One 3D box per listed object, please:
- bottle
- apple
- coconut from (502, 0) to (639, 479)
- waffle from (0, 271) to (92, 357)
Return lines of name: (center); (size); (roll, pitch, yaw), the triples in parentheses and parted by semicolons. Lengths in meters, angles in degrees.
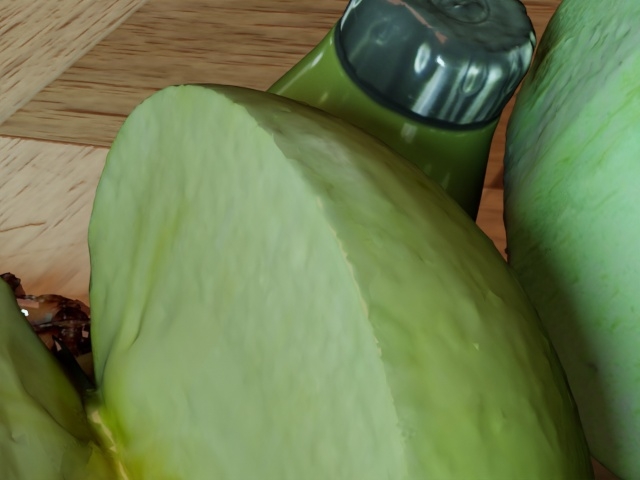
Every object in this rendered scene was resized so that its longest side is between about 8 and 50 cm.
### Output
bottle: (0.000, 0.000, 0.772); (0.112, 0.260, 0.112); (17, 40, -15)
apple: (-0.053, 0.098, 0.604); (0.292, 0.292, 0.254); (-17, 55, -16)
coconut: (0.214, -0.019, 0.751); (0.281, 0.328, 0.328); (45, 49, 10)
waffle: (-0.186, 0.083, 0.888); (0.221, 0.055, 0.234); (17, 33, 36)
